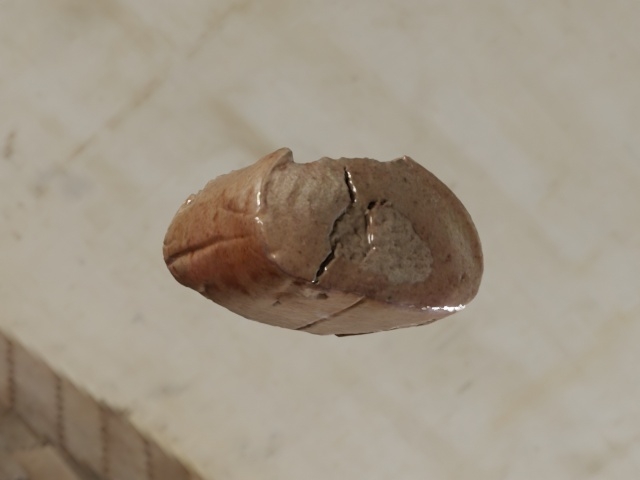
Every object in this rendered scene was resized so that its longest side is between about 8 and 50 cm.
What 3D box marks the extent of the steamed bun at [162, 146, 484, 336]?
[{"bbox_3d":[0.000,0.000,1.199,0.175,0.145,0.106,12,75,-31],"label":"steamed bun"}]
